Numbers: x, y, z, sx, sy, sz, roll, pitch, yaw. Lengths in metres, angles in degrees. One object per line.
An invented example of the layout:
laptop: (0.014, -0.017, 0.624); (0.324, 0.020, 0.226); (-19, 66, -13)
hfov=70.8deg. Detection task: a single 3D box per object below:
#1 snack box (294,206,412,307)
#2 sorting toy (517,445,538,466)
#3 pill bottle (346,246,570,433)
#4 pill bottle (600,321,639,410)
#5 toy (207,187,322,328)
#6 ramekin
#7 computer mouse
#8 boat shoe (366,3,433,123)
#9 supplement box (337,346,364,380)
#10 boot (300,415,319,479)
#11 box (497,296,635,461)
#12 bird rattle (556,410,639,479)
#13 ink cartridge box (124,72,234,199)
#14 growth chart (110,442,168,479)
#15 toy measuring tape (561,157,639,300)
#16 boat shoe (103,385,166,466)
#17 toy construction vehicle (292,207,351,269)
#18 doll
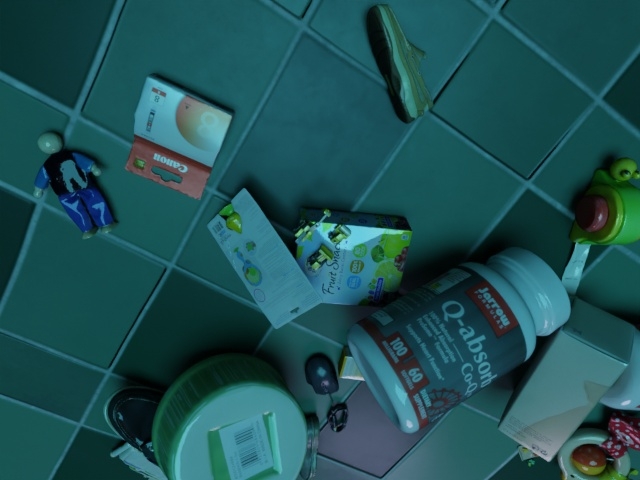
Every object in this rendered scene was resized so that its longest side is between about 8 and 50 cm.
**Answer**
snack box: (0.054, 0.036, 0.864); (0.207, 0.070, 0.175); (5, 116, -4)
sorting toy: (0.556, 0.561, 1.181); (0.062, 0.012, 0.083); (-24, 115, 8)
pill bottle: (0.249, 0.167, 0.827); (0.363, 0.210, 0.210); (-28, 116, -11)
pill bottle: (0.749, 0.274, 0.960); (0.322, 0.181, 0.182); (7, 115, -7)
toy: (-0.097, 0.031, 0.825); (0.137, 0.056, 0.237); (-36, 91, 37)
ramekin: (-0.173, 0.394, 0.906); (0.303, 0.148, 0.303); (-1, 92, -26)
computer mouse: (0.018, 0.363, 1.037); (0.071, 0.041, 0.242); (-16, 116, 3)
boat shoe: (0.134, -0.288, 0.721); (0.072, 0.068, 0.190); (-29, 125, -3)
supplement box: (0.093, 0.275, 1.001); (0.098, 0.036, 0.062); (9, 114, -8)
boot: (-0.113, 0.492, 1.073); (0.208, 0.076, 0.190); (1, 102, -11)
box: (0.498, 0.288, 0.930); (0.121, 0.148, 0.311); (29, 129, 25)
bird rattle: (0.707, 0.544, 1.125); (0.207, 0.143, 0.254); (-3, 114, 16)
ink cartridge box: (-0.245, -0.166, 0.763); (0.145, 0.045, 0.179); (23, 110, -13)
growth chart: (-0.395, 0.553, 1.090); (0.237, 0.021, 0.172); (41, 129, -20)
toy measuring tape: (0.535, 0.008, 0.855); (0.121, 0.121, 0.330); (1, 116, -4)
boat shoe: (-0.315, 0.438, 0.987); (0.127, 0.113, 0.340); (-50, 118, -26)
toy construction vehicle: (0.000, 0.000, 0.786); (0.098, 0.035, 0.086); (-40, 110, 15)
doll: (-0.435, -0.095, 0.784); (0.129, 0.046, 0.189); (-15, 116, 3)
